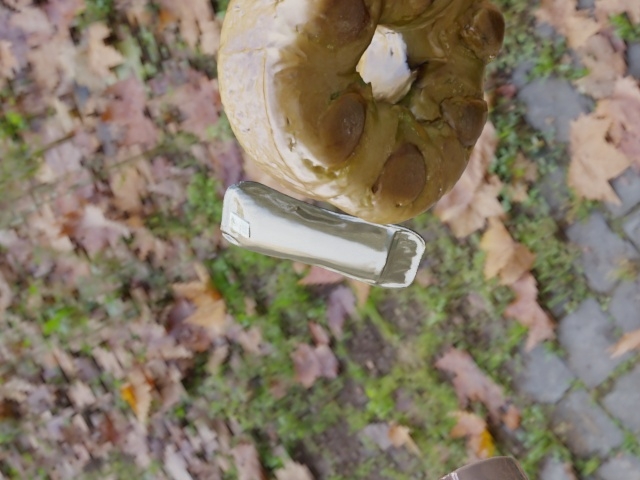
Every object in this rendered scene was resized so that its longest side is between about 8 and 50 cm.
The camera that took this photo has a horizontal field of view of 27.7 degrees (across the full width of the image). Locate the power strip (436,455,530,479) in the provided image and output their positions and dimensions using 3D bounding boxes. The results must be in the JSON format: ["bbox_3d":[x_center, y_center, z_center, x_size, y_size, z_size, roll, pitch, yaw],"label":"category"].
[{"bbox_3d":[0.154,0.290,1.312,0.078,0.154,0.154,60,141,31],"label":"power strip"}]

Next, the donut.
[{"bbox_3d":[0.032,-0.129,0.942,0.113,0.226,0.227,10,117,47],"label":"donut"}]

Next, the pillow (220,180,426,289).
[{"bbox_3d":[0.000,-0.001,1.374,0.217,0.033,0.130,14,148,1],"label":"pillow"}]
